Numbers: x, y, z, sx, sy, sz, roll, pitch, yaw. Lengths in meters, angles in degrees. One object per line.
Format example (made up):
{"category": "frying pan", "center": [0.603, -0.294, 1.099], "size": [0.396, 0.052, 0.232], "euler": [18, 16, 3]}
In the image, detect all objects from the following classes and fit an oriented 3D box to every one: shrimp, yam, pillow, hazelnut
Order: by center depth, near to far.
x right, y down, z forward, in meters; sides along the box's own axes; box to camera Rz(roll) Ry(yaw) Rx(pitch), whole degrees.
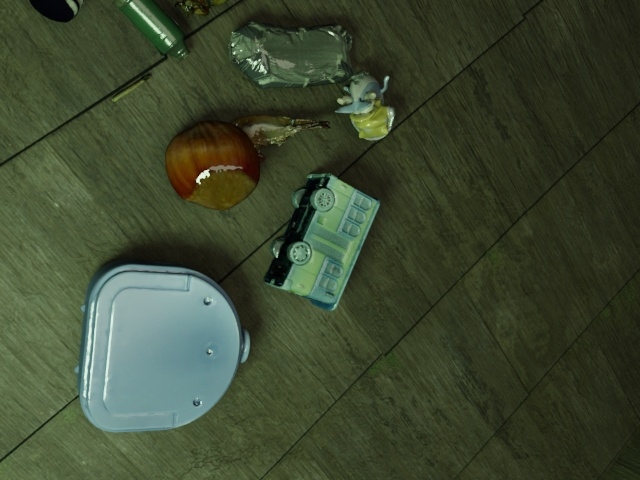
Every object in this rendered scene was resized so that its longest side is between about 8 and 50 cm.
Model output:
{"category": "yam", "center": [-0.427, -0.347, 1.418], "size": [0.107, 0.014, 0.014], "euler": [-40, 111, -18]}
{"category": "hazelnut", "center": [-0.245, -0.169, 1.445], "size": [0.210, 0.210, 0.186], "euler": [-31, 131, -20]}
{"category": "pillow", "center": [-0.063, -0.458, 1.543], "size": [0.335, 0.093, 0.161], "euler": [-10, 95, -25]}
{"category": "shrimp", "center": [-0.108, -0.255, 1.559], "size": [0.262, 0.066, 0.117], "euler": [-2, 111, -12]}

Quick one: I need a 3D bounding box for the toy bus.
{"category": "toy bus", "center": [0.000, 0.000, 1.586], "size": [0.190, 0.152, 0.312], "euler": [27, 82, -26]}

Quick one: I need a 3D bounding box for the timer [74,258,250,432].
{"category": "timer", "center": [-0.350, 0.234, 1.423], "size": [0.395, 0.173, 0.394], "euler": [-2, 94, -26]}

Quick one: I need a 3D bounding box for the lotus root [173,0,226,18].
{"category": "lotus root", "center": [-0.252, -0.610, 1.410], "size": [0.154, 0.154, 0.277], "euler": [18, 86, -26]}

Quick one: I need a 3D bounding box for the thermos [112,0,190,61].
{"category": "thermos", "center": [-0.371, -0.485, 1.406], "size": [0.073, 0.083, 0.187], "euler": [-41, 114, 6]}

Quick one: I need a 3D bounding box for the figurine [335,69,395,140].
{"category": "figurine", "center": [0.119, -0.345, 1.613], "size": [0.208, 0.129, 0.183], "euler": [-38, 118, -59]}

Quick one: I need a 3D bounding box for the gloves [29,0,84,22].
{"category": "gloves", "center": [-0.527, -0.570, 1.301], "size": [0.140, 0.131, 0.218], "euler": [22, 55, -24]}
